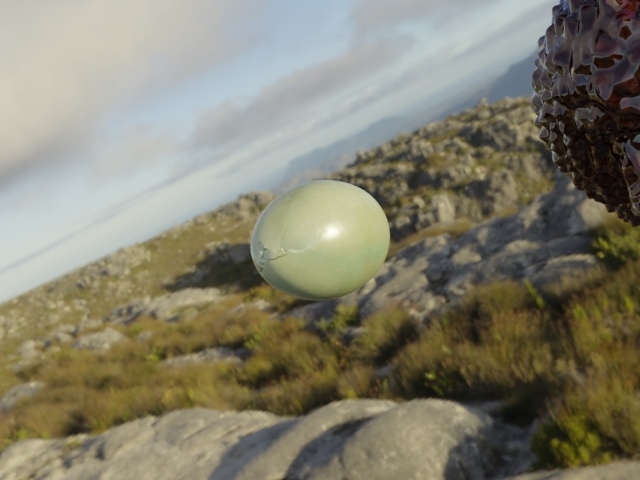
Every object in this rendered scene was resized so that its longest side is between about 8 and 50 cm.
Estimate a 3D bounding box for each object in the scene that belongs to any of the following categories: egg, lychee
[{"bbox_3d":[0.000,0.000,0.781,0.114,0.114,0.152,-20,-4,41],"label":"egg"},{"bbox_3d":[0.366,-0.161,0.833,0.306,0.306,0.330,-16,38,56],"label":"lychee"}]
